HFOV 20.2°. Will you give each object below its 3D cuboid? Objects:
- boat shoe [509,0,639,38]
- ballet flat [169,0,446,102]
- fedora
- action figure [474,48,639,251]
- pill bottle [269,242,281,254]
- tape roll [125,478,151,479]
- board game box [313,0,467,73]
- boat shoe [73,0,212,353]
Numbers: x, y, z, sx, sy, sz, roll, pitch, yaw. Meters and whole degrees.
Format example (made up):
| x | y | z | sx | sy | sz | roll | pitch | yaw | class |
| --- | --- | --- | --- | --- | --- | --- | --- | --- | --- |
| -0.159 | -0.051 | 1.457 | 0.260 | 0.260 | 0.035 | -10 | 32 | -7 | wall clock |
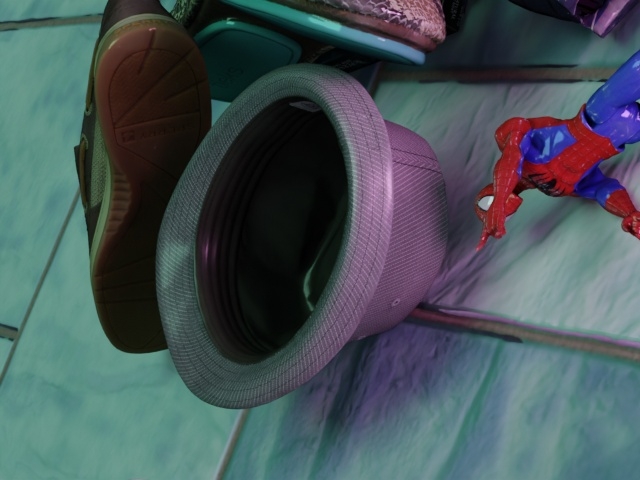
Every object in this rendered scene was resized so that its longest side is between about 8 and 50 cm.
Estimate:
| x | y | z | sx | sy | sz | roll | pitch | yaw | class |
| --- | --- | --- | --- | --- | --- | --- | --- | --- | --- |
| 0.236 | -0.298 | 1.269 | 0.340 | 0.127 | 0.158 | -54 | 51 | 10 | boat shoe |
| -0.021 | -0.219 | 1.433 | 0.483 | 0.164 | 0.182 | 180 | 107 | -72 | ballet flat |
| 0.000 | 0.000 | 1.347 | 0.275 | 0.124 | 0.243 | -51 | 45 | 36 | fedora |
| 0.196 | -0.061 | 1.144 | 0.280 | 0.091 | 0.139 | -36 | 31 | 39 | action figure |
| -0.038 | -0.009 | 1.476 | 0.152 | 0.086 | 0.086 | -55 | 31 | 16 | pill bottle |
| -0.094 | 0.304 | 1.242 | 0.246 | 0.169 | 0.246 | -37 | 38 | 37 | tape roll |
| 0.063 | -0.215 | 1.535 | 0.186 | 0.026 | 0.126 | -13 | 57 | 53 | board game box |
| -0.151 | -0.059 | 1.537 | 0.123 | 0.123 | 0.342 | -116 | 20 | -50 | boat shoe |
